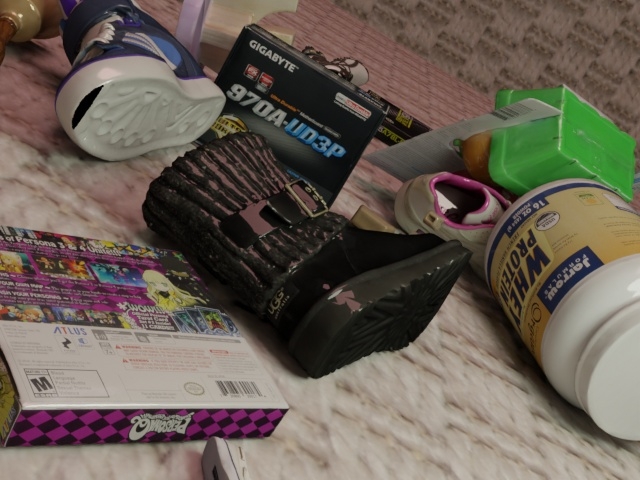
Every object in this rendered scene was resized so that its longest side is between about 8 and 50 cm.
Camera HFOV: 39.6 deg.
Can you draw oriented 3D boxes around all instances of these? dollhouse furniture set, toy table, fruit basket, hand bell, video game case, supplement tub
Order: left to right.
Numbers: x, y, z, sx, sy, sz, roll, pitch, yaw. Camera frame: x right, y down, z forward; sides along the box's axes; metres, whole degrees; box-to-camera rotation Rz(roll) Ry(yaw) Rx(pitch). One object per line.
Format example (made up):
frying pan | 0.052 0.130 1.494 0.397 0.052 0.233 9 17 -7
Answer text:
hand bell | -0.384 -0.252 1.077 0.126 0.126 0.242 26 34 -16
video game case | -0.164 0.070 0.693 0.232 0.042 0.210 10 30 -45
toy table | -0.127 -0.321 1.391 0.160 0.252 0.274 14 33 -2
dollhouse furniture set | 0.111 -0.020 1.255 0.114 0.091 0.081 38 6 23
fruit basket | 0.297 -0.120 1.411 0.327 0.165 0.353 25 -19 -32
supplement tub | 0.366 0.081 1.153 0.228 0.228 0.316 23 22 -23

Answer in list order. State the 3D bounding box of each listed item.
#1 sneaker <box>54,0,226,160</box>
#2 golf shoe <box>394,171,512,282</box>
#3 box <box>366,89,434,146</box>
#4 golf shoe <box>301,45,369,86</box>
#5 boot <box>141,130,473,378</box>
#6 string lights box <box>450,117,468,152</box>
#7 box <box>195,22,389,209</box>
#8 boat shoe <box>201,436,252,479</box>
sneaker | -0.266 -0.219 1.053 0.236 0.130 0.323 43 18 9
golf shoe | 0.259 -0.008 1.316 0.306 0.115 0.140 24 -16 -5
box | 0.158 -0.235 1.844 0.184 0.045 0.191 30 21 0
golf shoe | 0.034 -0.346 1.899 0.198 0.077 0.094 4 44 -39
boot | 0.001 -0.003 0.968 0.260 0.131 0.348 41 23 22
string lights box | 0.381 -0.168 1.910 0.259 0.076 0.133 8 50 -48
box | -0.044 -0.160 1.200 0.220 0.175 0.051 32 21 -2
boat shoe | -0.057 0.176 0.618 0.035 0.035 0.100 19 17 -24
